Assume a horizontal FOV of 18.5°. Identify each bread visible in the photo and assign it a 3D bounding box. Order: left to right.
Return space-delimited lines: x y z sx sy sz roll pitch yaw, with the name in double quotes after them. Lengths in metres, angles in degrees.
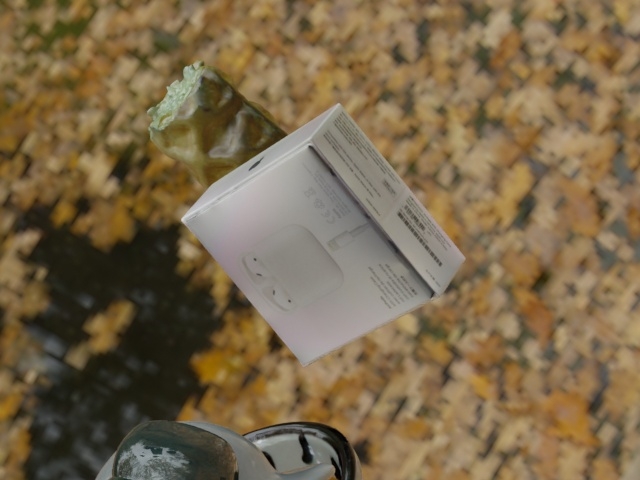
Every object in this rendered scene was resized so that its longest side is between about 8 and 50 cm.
-0.031 -0.044 1.714 0.087 0.269 0.098 -48 15 9 "bread"

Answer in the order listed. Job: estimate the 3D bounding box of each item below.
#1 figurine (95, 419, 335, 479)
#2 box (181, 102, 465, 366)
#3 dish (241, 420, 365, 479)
-0.066 0.140 0.917 0.147 0.192 0.126 0 97 8 "figurine"
0.000 0.000 1.254 0.129 0.130 0.051 -30 14 41 "box"
-0.061 0.276 1.502 0.303 0.120 0.303 -31 23 15 "dish"
